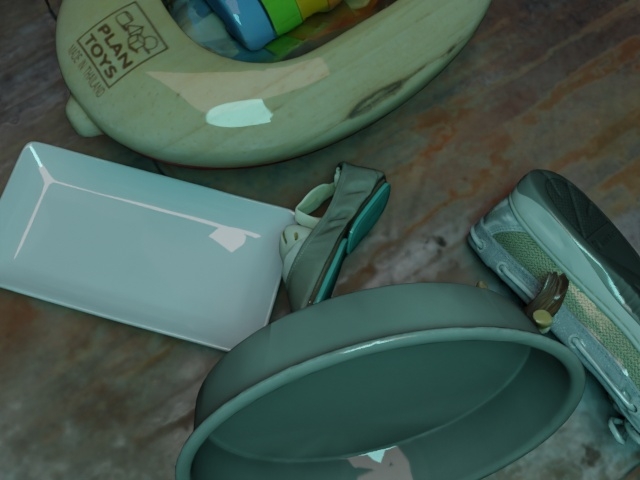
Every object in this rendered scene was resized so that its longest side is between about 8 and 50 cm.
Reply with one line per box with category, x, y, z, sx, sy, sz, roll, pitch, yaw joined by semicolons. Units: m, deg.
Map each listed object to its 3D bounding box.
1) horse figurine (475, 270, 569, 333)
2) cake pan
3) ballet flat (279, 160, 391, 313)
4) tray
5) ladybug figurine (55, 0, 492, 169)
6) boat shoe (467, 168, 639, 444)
horse figurine;0.077;0.091;0.677;0.263;0.174;0.066;-8;62;-13
cake pan;0.040;0.125;0.601;0.293;0.293;0.054;-10;53;-7
ballet flat;0.000;0.000;0.726;0.068;0.072;0.213;21;40;10
tray;-0.166;0.008;0.764;0.270;0.030;0.145;15;70;3
ladybug figurine;-0.035;-0.215;0.785;0.449;0.162;0.305;-31;74;-14
boat shoe;0.256;0.087;0.724;0.320;0.103;0.118;53;36;12
